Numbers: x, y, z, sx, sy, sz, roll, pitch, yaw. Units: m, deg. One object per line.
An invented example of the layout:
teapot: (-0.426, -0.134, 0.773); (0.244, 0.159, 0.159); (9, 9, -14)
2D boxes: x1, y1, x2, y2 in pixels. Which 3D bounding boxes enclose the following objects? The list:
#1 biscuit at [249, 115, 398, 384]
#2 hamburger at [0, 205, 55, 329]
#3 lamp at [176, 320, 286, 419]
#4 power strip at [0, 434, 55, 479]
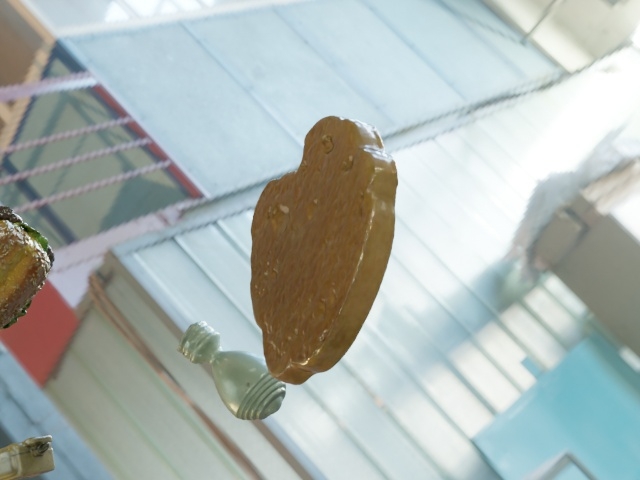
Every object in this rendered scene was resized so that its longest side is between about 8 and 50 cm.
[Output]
biscuit: (0.000, 0.000, 1.402); (0.057, 0.351, 0.312); (17, -62, -26)
hamburger: (-0.411, 0.049, 1.388); (0.166, 0.087, 0.137); (-45, -56, -9)
lamp: (-0.137, 0.203, 1.732); (0.106, 0.193, 0.106); (-46, -17, -18)
power strip: (-0.441, 0.303, 1.412); (0.305, 0.044, 0.064); (-24, -15, 31)
